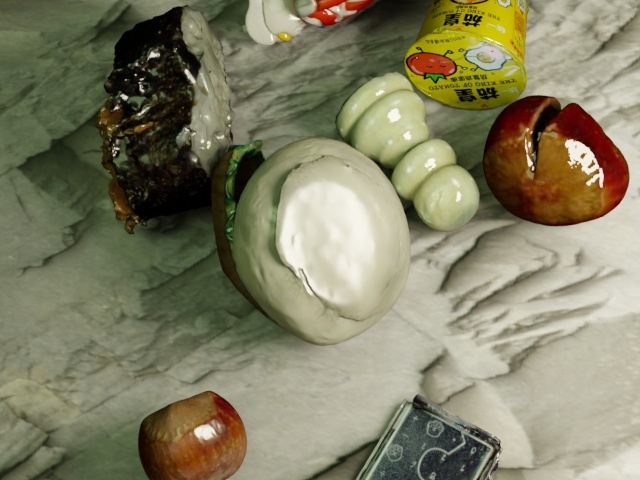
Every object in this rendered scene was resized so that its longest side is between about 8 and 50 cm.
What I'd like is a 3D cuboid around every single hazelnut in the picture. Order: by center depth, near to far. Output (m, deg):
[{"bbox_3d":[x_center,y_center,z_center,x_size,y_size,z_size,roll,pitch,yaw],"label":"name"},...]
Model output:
[{"bbox_3d":[0.330,-0.106,1.840,0.204,0.178,0.178,19,75,22],"label":"hazelnut"},{"bbox_3d":[-0.180,0.290,1.874,0.154,0.143,0.143,-21,60,-7],"label":"hazelnut"}]

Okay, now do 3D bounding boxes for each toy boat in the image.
[{"bbox_3d":[-0.104,0.000,1.968,0.099,0.108,0.293,-12,87,24],"label":"toy boat"}]

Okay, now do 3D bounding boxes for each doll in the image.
[{"bbox_3d":[0.042,-0.389,2.075,0.384,0.188,0.099,-12,99,26],"label":"doll"}]

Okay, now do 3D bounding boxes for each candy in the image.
[{"bbox_3d":[0.000,0.000,1.874,0.185,0.295,0.295,-8,59,55],"label":"candy"}]

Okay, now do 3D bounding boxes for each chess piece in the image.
[{"bbox_3d":[0.138,-0.117,1.936,0.133,0.133,0.243,-37,64,2],"label":"chess piece"}]

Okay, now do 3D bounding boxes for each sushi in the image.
[{"bbox_3d":[-0.248,-0.207,2.066,0.207,0.234,0.348,-14,59,16],"label":"sushi"}]

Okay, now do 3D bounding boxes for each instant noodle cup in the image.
[{"bbox_3d":[0.227,-0.303,1.959,0.182,0.182,0.144,3,60,23],"label":"instant noodle cup"}]

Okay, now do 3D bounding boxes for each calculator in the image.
[{"bbox_3d":[0.117,0.354,1.784,0.165,0.028,0.274,26,79,29],"label":"calculator"}]
